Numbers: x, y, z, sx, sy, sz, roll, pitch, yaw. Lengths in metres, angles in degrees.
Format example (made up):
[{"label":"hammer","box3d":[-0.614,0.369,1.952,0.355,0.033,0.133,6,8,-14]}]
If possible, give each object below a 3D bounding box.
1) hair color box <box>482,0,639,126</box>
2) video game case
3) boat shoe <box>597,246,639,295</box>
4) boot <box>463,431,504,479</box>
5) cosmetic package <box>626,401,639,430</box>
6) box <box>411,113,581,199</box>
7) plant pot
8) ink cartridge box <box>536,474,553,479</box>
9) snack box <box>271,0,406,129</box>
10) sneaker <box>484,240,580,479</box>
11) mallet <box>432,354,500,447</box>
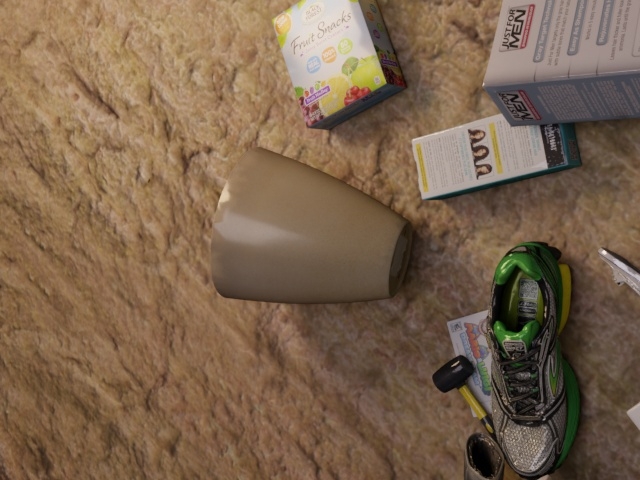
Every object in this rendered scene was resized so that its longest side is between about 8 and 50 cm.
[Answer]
[{"label":"hair color box","box3d":[0.422,-0.269,1.338,0.374,0.113,0.185,0,64,34]},{"label":"video game case","box3d":[0.279,0.183,1.549,0.143,0.019,0.157,-20,80,33]},{"label":"boat shoe","box3d":[0.432,0.049,1.430,0.100,0.035,0.035,39,110,20]},{"label":"boot","box3d":[0.246,0.417,1.471,0.189,0.076,0.208,-111,23,-53]},{"label":"cosmetic package","box3d":[0.531,0.244,1.296,0.151,0.151,0.183,-45,67,28]},{"label":"box","box3d":[0.263,-0.134,1.523,0.244,0.060,0.100,-13,84,34]},{"label":"plant pot","box3d":[0.000,0.000,1.621,0.274,0.256,0.256,13,100,18]},{"label":"ink cartridge box","box3d":[0.336,0.507,1.289,0.119,0.207,0.353,-38,85,25]},{"label":"snack box","box3d":[0.028,-0.314,1.675,0.174,0.070,0.207,-26,75,33]},{"label":"sneaker","box3d":[0.287,0.174,1.445,0.134,0.146,0.343,-4,89,29]},{"label":"mallet","box3d":[0.253,0.260,1.541,0.189,0.039,0.062,48,114,17]}]
